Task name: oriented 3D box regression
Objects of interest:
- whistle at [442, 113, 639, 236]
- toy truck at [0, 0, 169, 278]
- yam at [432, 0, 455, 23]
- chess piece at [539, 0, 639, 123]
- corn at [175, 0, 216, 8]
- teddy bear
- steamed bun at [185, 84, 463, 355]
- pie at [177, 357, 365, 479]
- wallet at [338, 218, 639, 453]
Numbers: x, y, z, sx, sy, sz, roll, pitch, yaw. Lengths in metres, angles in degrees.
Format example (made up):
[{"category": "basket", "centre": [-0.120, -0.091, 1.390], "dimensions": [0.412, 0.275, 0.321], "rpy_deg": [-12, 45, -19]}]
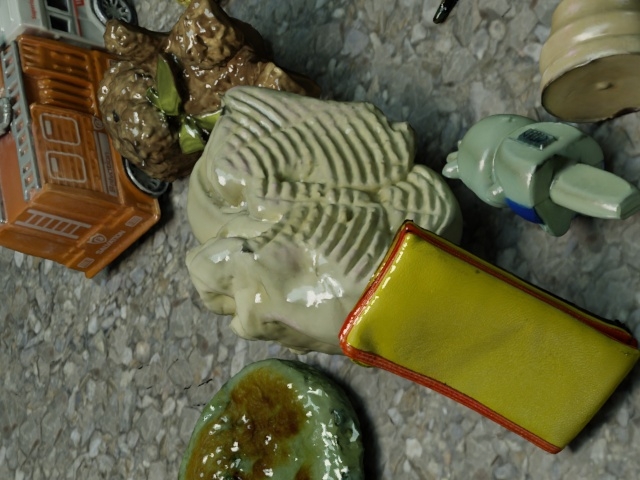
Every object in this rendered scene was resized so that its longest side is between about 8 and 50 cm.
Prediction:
[{"category": "whistle", "centre": [0.208, -0.061, 1.557], "dimensions": [0.244, 0.110, 0.092], "rpy_deg": [27, 142, 50]}, {"category": "toy truck", "centre": [-0.340, -0.166, 2.112], "dimensions": [0.173, 0.207, 0.388], "rpy_deg": [-38, 53, 35]}, {"category": "yam", "centre": [0.148, -0.274, 1.746], "dimensions": [0.107, 0.014, 0.014], "rpy_deg": [-58, 44, 19]}, {"category": "chess piece", "centre": [0.258, -0.278, 1.553], "dimensions": [0.124, 0.139, 0.307], "rpy_deg": [-6, 69, 15]}, {"category": "corn", "centre": [-0.097, -0.377, 1.987], "dimensions": [0.244, 0.093, 0.093], "rpy_deg": [-41, 52, 33]}, {"category": "teddy bear", "centre": [-0.152, -0.163, 1.892], "dimensions": [0.222, 0.246, 0.296], "rpy_deg": [-48, 16, 4]}, {"category": "steamed bun", "centre": [0.000, 0.000, 1.666], "dimensions": [0.206, 0.275, 0.320], "rpy_deg": [92, 171, -48]}, {"category": "pie", "centre": [-0.054, 0.273, 1.779], "dimensions": [0.302, 0.067, 0.303], "rpy_deg": [-16, 67, 44]}, {"category": "wallet", "centre": [0.148, 0.089, 1.496], "dimensions": [0.141, 0.241, 0.067], "rpy_deg": [-59, 11, 23]}]
